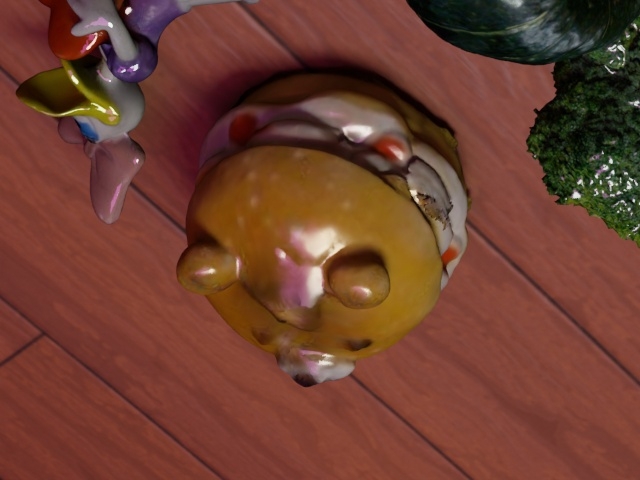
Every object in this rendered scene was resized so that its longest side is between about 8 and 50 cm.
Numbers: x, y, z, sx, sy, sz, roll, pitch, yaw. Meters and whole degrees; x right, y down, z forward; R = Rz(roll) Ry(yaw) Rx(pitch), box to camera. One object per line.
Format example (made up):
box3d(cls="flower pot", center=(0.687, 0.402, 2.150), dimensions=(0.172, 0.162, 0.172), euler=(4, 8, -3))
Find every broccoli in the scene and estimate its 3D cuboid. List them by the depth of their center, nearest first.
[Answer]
box3d(cls="broccoli", center=(0.313, -0.107, 1.433), dimensions=(0.321, 0.304, 0.283), euler=(34, 160, -10))

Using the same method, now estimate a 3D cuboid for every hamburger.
box3d(cls="hamburger", center=(0.000, 0.000, 1.603), dimensions=(0.276, 0.237, 0.276), euler=(9, 131, 11))

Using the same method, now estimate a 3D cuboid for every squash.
box3d(cls="squash", center=(0.159, -0.252, 1.235), dimensions=(0.165, 0.252, 0.252), euler=(24, 137, 32))

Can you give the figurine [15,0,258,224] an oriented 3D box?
box3d(cls="figurine", center=(-0.161, -0.210, 1.537), dimensions=(0.193, 0.154, 0.421), euler=(9, 132, -40))
